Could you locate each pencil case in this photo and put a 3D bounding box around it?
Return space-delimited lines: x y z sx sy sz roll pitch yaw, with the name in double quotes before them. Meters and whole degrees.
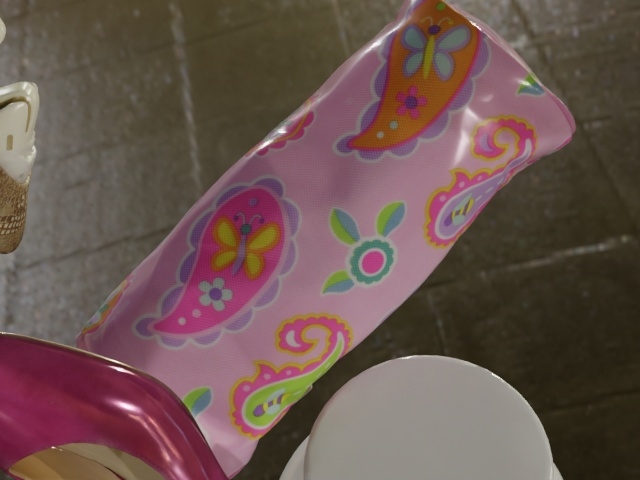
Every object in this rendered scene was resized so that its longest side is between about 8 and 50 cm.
"pencil case" 0.000 0.000 0.827 0.284 0.124 0.124 -46 38 1

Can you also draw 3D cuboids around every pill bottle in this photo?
"pill bottle" 0.059 0.197 0.936 0.176 0.318 0.176 -1 59 1

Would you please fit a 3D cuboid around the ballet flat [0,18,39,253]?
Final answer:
"ballet flat" -0.191 -0.084 0.834 0.067 0.206 0.073 -19 31 10

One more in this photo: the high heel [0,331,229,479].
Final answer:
"high heel" -0.084 0.133 0.679 0.082 0.244 0.117 -23 43 38
